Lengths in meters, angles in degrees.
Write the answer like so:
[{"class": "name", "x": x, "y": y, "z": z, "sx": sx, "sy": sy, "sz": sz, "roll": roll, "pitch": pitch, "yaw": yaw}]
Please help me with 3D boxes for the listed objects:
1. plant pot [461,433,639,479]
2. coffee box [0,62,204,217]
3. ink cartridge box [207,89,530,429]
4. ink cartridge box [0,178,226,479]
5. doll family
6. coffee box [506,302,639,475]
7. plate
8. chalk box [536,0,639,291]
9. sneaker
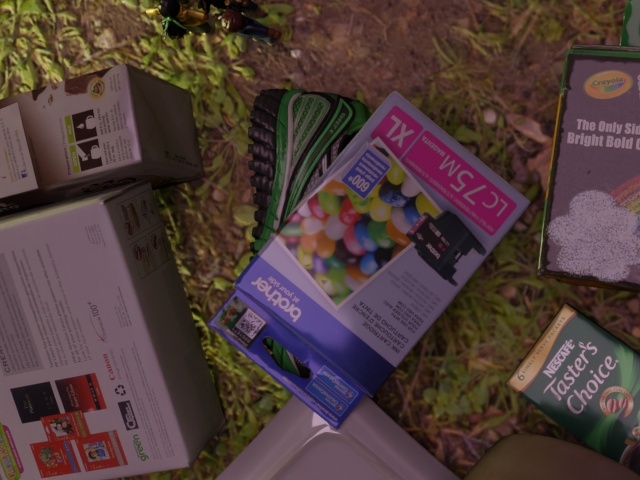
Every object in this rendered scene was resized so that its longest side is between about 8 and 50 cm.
[{"class": "plant pot", "x": 0.197, "y": 0.348, "z": 0.988, "sx": 0.323, "sy": 0.323, "sz": 0.280, "roll": 20, "pitch": 64, "yaw": 18}, {"class": "coffee box", "x": -0.314, "y": -0.104, "z": 1.247, "sx": 0.297, "sy": 0.168, "sz": 0.118, "roll": -13, "pitch": 83, "yaw": 16}, {"class": "ink cartridge box", "x": 0.047, "y": 0.022, "z": 1.080, "sx": 0.186, "sy": 0.065, "sz": 0.311, "roll": 40, "pitch": 89, "yaw": 1}, {"class": "ink cartridge box", "x": -0.292, "y": 0.115, "z": 1.205, "sx": 0.272, "sy": 0.130, "sz": 0.309, "roll": -12, "pitch": 101, "yaw": 17}, {"class": "doll family", "x": -0.133, "y": -0.269, "z": 1.227, "sx": 0.193, "sy": 0.111, "sz": 0.076, "roll": 5, "pitch": 89, "yaw": 18}, {"class": "coffee box", "x": 0.300, "y": 0.162, "z": 1.101, "sx": 0.184, "sy": 0.040, "sz": 0.113, "roll": 38, "pitch": 99, "yaw": 16}, {"class": "plate", "x": 0.017, "y": 0.321, "z": 1.137, "sx": 0.277, "sy": 0.045, "sz": 0.278, "roll": 42, "pitch": 101, "yaw": -5}, {"class": "chalk box", "x": 0.329, "y": -0.091, "z": 1.036, "sx": 0.180, "sy": 0.179, "sz": 0.288, "roll": 9, "pitch": 89, "yaw": 19}, {"class": "sneaker", "x": 0.000, "y": 0.000, "z": 1.160, "sx": 0.146, "sy": 0.134, "sz": 0.343, "roll": -1, "pitch": 90, "yaw": 10}]
